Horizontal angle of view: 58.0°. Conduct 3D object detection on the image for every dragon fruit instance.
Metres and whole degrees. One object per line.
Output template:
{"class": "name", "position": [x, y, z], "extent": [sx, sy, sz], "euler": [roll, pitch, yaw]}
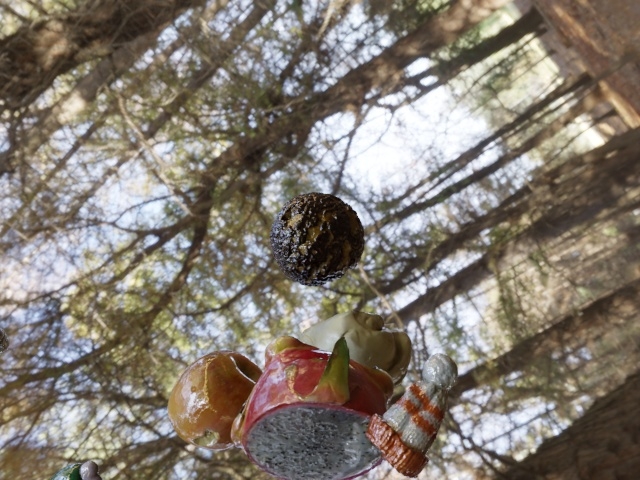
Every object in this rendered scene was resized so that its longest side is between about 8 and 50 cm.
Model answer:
{"class": "dragon fruit", "position": [-0.002, 0.307, 1.058], "extent": [0.291, 0.291, 0.189], "euler": [41, -151, -23]}

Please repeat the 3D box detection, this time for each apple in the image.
{"class": "apple", "position": [-0.259, 0.414, 1.473], "extent": [0.242, 0.241, 0.242], "euler": [40, -171, -8]}

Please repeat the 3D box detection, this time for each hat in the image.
{"class": "hat", "position": [0.139, 0.231, 0.786], "extent": [0.094, 0.162, 0.112], "euler": [39, 172, 10]}

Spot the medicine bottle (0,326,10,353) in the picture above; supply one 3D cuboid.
{"class": "medicine bottle", "position": [-0.747, 0.212, 1.298], "extent": [0.091, 0.058, 0.058], "euler": [83, 179, -47]}

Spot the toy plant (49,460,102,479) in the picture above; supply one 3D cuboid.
{"class": "toy plant", "position": [-0.438, 0.547, 1.084], "extent": [0.233, 0.243, 0.112], "euler": [38, -168, 7]}

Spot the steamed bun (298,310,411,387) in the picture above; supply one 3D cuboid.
{"class": "steamed bun", "position": [0.086, 0.295, 1.386], "extent": [0.276, 0.289, 0.203], "euler": [0, -112, -23]}

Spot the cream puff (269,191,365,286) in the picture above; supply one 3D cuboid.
{"class": "cream puff", "position": [0.000, 0.000, 1.405], "extent": [0.239, 0.239, 0.165], "euler": [31, 176, -38]}
